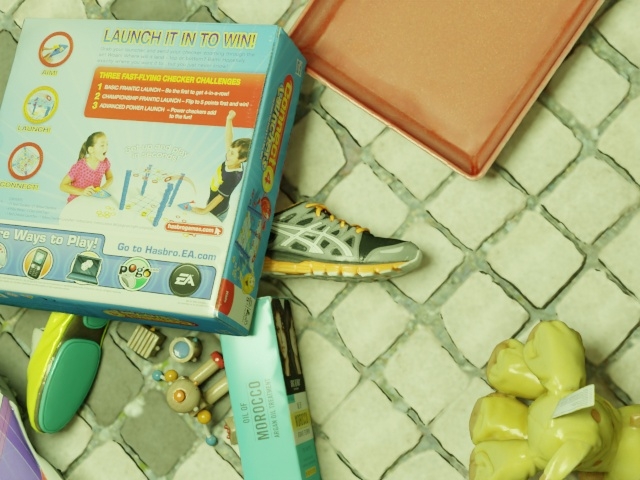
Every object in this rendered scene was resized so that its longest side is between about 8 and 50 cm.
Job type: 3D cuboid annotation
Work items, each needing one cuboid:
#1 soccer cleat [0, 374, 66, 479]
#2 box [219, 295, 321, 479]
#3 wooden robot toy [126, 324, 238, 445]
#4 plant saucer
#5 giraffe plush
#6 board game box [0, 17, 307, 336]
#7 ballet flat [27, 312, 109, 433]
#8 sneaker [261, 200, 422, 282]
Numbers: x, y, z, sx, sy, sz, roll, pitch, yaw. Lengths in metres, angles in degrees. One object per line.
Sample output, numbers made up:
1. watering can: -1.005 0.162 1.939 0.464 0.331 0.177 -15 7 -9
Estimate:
1. soccer cleat: -0.360 0.228 1.312 0.318 0.116 0.108 52 136 16
2. box: -0.048 0.182 1.295 0.060 0.100 0.244 -11 84 10
3. wooden robot toy: -0.137 0.150 1.326 0.076 0.079 0.173 -43 80 6
4. plant saucer: 0.132 -0.232 1.312 0.258 0.048 0.259 35 94 12
5. giraffe plush: 0.265 0.185 1.211 0.170 0.210 0.181 22 78 -20
6. board game box: -0.194 -0.072 1.294 0.308 0.086 0.302 6 74 22
7. ballet flat: -0.271 0.093 1.369 0.077 0.077 0.231 22 90 33
8. sneaker: 0.000 0.000 1.308 0.215 0.084 0.083 4 82 13
